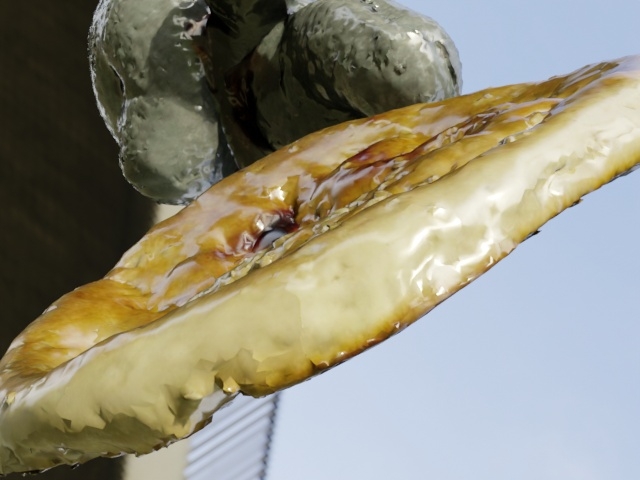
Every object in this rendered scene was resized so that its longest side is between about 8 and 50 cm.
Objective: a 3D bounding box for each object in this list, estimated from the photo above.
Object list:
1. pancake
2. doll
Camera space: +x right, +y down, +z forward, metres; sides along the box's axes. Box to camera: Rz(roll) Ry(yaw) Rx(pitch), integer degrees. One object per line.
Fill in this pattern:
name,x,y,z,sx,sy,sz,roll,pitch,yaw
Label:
pancake,0.001,0.002,0.825,0.356,0.356,0.065,-16,-75,54
doll,-0.039,-0.078,1.108,0.340,0.158,0.245,32,-31,54
